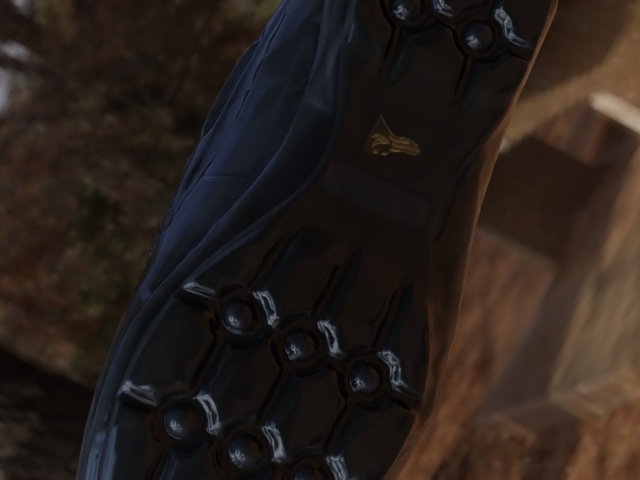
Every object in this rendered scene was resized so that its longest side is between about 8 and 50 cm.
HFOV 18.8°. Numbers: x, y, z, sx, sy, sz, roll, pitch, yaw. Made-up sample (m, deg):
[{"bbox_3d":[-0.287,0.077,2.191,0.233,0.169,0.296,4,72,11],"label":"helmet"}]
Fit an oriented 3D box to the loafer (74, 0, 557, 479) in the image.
[{"bbox_3d":[0.000,0.000,0.480,0.223,0.076,0.078,-66,9,-12],"label":"loafer"}]
